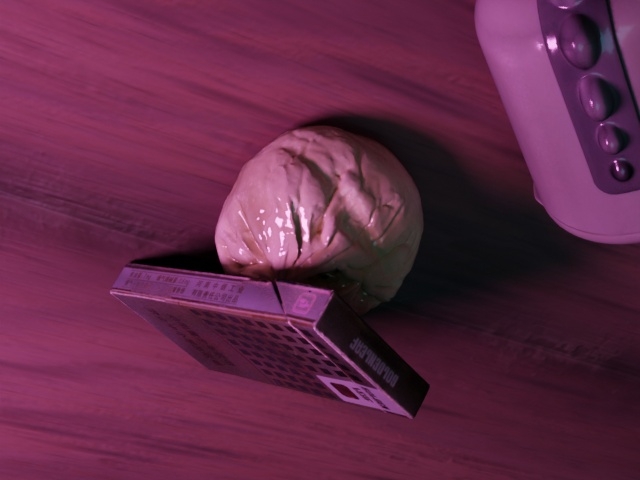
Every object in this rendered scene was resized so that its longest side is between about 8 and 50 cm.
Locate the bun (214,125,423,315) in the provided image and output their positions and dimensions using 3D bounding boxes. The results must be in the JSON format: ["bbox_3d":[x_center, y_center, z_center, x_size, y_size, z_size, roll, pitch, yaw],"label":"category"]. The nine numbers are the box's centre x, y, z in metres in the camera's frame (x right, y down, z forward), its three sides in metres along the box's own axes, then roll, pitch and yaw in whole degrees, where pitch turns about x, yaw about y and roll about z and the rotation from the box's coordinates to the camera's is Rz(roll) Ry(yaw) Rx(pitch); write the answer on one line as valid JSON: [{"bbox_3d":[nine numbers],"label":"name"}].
[{"bbox_3d":[0.000,0.000,1.065,0.229,0.145,0.229,-3,130,-3],"label":"bun"}]

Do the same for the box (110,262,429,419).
[{"bbox_3d":[-0.061,0.099,1.052,0.325,0.047,0.180,4,148,44],"label":"box"}]

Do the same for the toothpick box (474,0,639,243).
[{"bbox_3d":[0.265,-0.161,0.944,0.229,0.229,0.316,-27,129,8],"label":"toothpick box"}]
